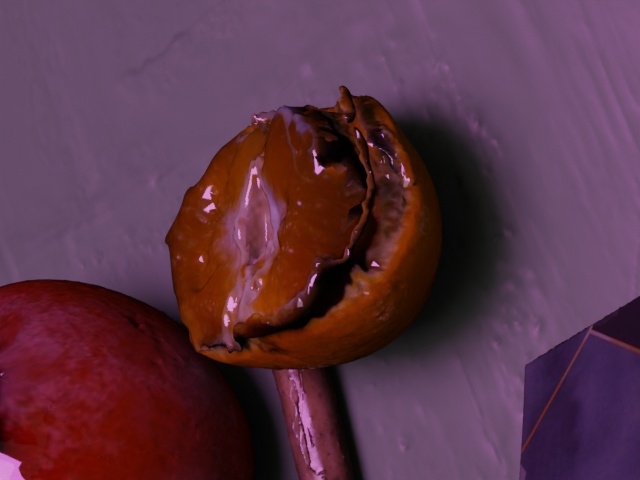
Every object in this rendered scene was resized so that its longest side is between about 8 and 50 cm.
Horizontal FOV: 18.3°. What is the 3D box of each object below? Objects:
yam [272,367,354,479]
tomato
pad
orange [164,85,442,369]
[{"bbox_3d":[0.001,0.115,1.026,0.032,0.032,0.145,-22,77,36],"label":"yam"},{"bbox_3d":[-0.146,0.123,1.044,0.208,0.184,0.208,0,91,39],"label":"tomato"},{"bbox_3d":[0.128,0.128,0.843,0.164,0.004,0.243,-39,36,49],"label":"pad"},{"bbox_3d":[0.000,0.000,0.978,0.160,0.112,0.170,-54,22,27],"label":"orange"}]
